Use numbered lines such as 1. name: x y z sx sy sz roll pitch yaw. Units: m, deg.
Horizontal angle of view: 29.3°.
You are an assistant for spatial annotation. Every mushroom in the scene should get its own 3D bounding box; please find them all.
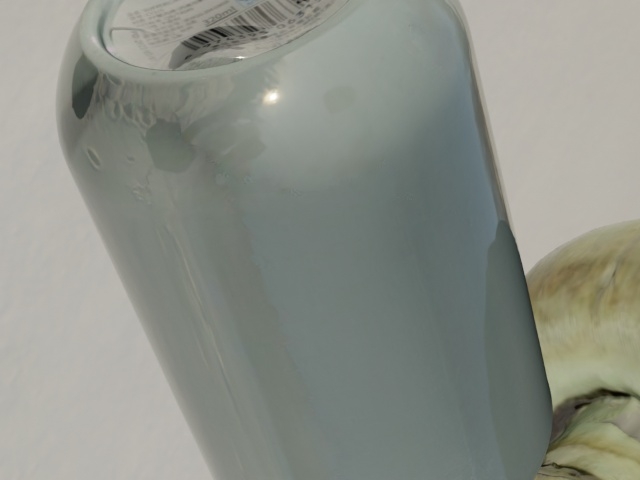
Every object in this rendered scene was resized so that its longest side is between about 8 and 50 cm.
1. mushroom: 0.254 0.156 0.846 0.260 0.352 0.352 -23 135 -32

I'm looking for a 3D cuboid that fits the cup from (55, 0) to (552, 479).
1. cup: 0.000 0.000 0.631 0.205 0.205 0.312 -48 138 -32
